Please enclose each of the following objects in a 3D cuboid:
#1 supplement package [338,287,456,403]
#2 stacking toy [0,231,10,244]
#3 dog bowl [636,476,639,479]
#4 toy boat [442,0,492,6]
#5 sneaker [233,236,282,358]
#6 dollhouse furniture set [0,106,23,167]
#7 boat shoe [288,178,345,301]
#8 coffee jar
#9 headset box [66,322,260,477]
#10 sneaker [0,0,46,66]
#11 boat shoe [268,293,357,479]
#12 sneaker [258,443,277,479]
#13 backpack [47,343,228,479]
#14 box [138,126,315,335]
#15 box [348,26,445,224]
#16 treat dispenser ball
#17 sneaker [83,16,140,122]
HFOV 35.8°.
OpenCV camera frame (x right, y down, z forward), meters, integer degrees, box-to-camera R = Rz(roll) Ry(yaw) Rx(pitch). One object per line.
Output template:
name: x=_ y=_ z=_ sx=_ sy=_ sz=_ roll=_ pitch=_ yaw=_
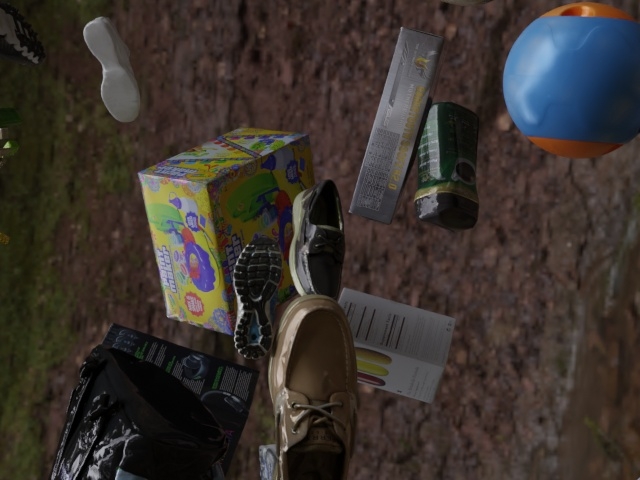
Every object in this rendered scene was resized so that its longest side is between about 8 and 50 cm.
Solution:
supplement package: x=0.139 y=0.217 z=2.046 sx=0.139 sy=0.244 sz=0.134 roll=98 pitch=-171 yaw=-46
stacking toy: x=-0.748 y=0.013 z=1.942 sx=0.167 sy=0.221 sz=0.052 roll=-62 pitch=9 yaw=-5
dog bowl: x=0.621 y=0.501 z=1.631 sx=0.104 sy=0.264 sz=0.265 roll=45 pitch=-135 yaw=-53
toy boat: x=0.134 y=-0.433 z=1.428 sx=0.267 sy=0.318 sz=0.148 roll=-127 pitch=39 yaw=-54
sneaker: x=-0.088 y=0.076 z=1.334 sx=0.073 sy=0.063 sz=0.162 roll=133 pitch=145 yaw=-88
dollhouse furniture set: x=-0.583 y=-0.170 z=1.737 sx=0.151 sy=0.076 sz=0.058 roll=-41 pitch=-13 yaw=33
boat shoe: x=0.001 y=0.000 z=1.519 sx=0.073 sy=0.080 sz=0.224 roll=-47 pitch=36 yaw=42
coffee jar: x=0.188 y=-0.107 z=1.476 sx=0.079 sy=0.096 sz=0.184 roll=-18 pitch=62 yaw=46
headset box: x=-0.276 y=0.300 z=1.645 sx=0.131 sy=0.283 sz=0.246 roll=-78 pitch=8 yaw=-64
sneaker: x=-0.498 y=-0.303 z=1.431 sx=0.234 sy=0.106 sz=0.078 roll=30 pitch=-143 yaw=-66
boat shoe: x=-0.002 y=0.243 z=1.298 sx=0.110 sy=0.121 sz=0.341 roll=-157 pitch=67 yaw=-75
sneaker: x=-0.029 y=0.368 z=1.551 sx=0.297 sy=0.129 sz=0.111 roll=111 pitch=145 yaw=-74
backpack: x=-0.236 y=0.353 z=1.202 sx=0.356 sy=0.273 sz=0.290 roll=-61 pitch=27 yaw=1
box: x=-0.153 y=-0.026 z=1.821 sx=0.279 sy=0.177 sz=0.290 roll=-32 pitch=-57 yaw=-44
box: x=0.101 y=-0.146 z=1.245 sx=0.183 sy=0.056 sz=0.231 roll=-46 pitch=-28 yaw=-79
treat dispenser ball: x=0.487 y=-0.297 z=1.848 sx=0.288 sy=0.288 sz=0.288 roll=5 pitch=-90 yaw=-89
sneaker: x=-0.404 y=-0.347 z=1.990 sx=0.094 sy=0.080 sz=0.212 roll=-73 pitch=-29 yaw=-65
